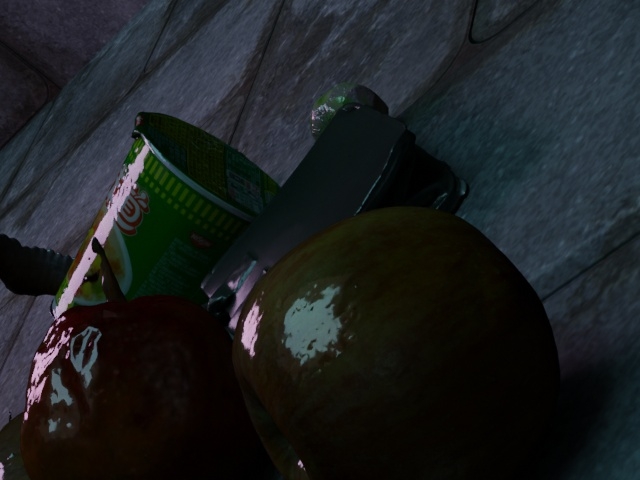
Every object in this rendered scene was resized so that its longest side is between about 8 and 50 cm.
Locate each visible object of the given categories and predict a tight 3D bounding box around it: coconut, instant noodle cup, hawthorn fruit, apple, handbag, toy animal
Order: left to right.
[{"bbox_3d":[-0.285,0.067,2.110,0.160,0.272,0.197,-7,83,42],"label":"toy animal"},{"bbox_3d":[-0.160,0.114,1.488,0.207,0.243,0.207,-11,-3,-1],"label":"hawthorn fruit"},{"bbox_3d":[-0.168,0.013,1.830,0.233,0.207,0.207,-54,16,16],"label":"instant noodle cup"},{"bbox_3d":[0.002,0.001,1.606,0.260,0.079,0.247,-51,17,2],"label":"handbag"},{"bbox_3d":[0.029,-0.119,1.763,0.081,0.082,0.083,-69,2,-55],"label":"coconut"},{"bbox_3d":[0.048,0.086,1.127,0.188,0.211,0.211,-28,12,-17],"label":"apple"}]

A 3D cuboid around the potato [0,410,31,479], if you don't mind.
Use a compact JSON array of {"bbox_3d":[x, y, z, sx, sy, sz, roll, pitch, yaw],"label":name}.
[{"bbox_3d":[-0.279,0.251,1.700,0.191,0.141,0.296,-43,16,5],"label":"potato"}]
